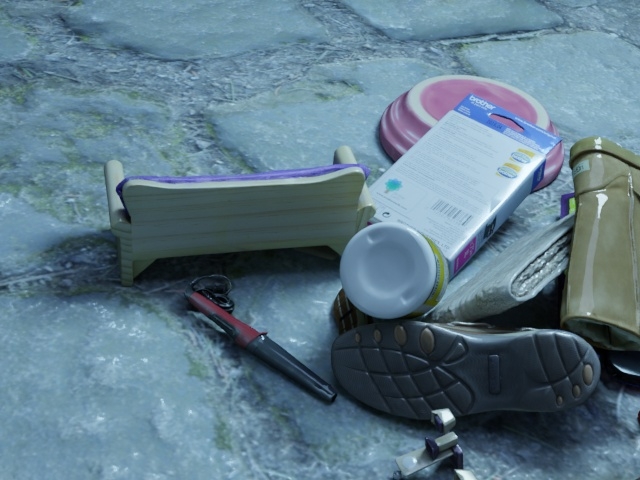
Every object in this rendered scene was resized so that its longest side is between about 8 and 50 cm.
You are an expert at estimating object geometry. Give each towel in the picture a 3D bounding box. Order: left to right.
[{"bbox_3d":[0.268,0.043,1.362,0.282,0.187,0.049,-33,89,-41],"label":"towel"}]

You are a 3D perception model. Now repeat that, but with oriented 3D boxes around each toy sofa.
[{"bbox_3d":[-0.115,-0.060,1.406,0.362,0.177,0.150,-5,40,-13],"label":"toy sofa"}]

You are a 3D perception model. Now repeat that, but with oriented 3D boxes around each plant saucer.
[{"bbox_3d":[0.271,-0.201,1.770,0.332,0.084,0.332,5,35,-3],"label":"plant saucer"}]

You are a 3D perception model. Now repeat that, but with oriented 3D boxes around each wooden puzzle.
[{"bbox_3d":[0.000,0.000,1.498,0.116,0.014,0.078,20,41,17],"label":"wooden puzzle"}]

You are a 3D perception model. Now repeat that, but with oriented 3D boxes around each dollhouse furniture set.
[{"bbox_3d":[0.132,0.264,1.109,0.081,0.091,0.114,-21,45,-12],"label":"dollhouse furniture set"}]

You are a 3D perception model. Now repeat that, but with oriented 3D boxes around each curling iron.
[{"bbox_3d":[-0.078,0.121,1.293,0.068,0.035,0.274,-26,47,-37],"label":"curling iron"}]

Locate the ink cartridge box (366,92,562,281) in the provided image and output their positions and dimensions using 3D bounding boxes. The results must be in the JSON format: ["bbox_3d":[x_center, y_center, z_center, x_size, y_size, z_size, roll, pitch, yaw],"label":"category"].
[{"bbox_3d":[0.214,-0.090,1.548,0.185,0.065,0.311,31,62,28],"label":"ink cartridge box"}]

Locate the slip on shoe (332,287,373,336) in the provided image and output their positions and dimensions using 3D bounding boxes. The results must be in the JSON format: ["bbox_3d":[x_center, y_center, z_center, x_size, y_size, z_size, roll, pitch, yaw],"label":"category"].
[{"bbox_3d":[0.049,0.102,1.344,0.041,0.051,0.135,41,18,-22],"label":"slip on shoe"}]

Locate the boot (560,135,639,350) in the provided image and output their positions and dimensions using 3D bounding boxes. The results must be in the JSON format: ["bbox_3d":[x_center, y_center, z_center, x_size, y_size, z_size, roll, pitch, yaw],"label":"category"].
[{"bbox_3d":[0.410,0.021,1.302,0.236,0.089,0.270,18,59,-16],"label":"boot"}]

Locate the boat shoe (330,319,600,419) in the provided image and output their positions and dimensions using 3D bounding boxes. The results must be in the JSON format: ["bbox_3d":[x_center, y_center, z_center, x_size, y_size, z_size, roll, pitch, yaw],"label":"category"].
[{"bbox_3d":[0.176,0.158,1.244,0.324,0.123,0.116,4,1,10],"label":"boat shoe"}]

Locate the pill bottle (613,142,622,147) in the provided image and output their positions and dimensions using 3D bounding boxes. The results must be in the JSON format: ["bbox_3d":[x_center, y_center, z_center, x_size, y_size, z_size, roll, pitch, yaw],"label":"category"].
[{"bbox_3d":[0.491,-0.148,1.771,0.083,0.043,0.043,-8,38,-21],"label":"pill bottle"}]

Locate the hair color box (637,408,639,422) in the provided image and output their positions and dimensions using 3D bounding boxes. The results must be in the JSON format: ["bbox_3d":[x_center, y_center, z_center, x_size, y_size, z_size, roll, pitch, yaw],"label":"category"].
[{"bbox_3d":[0.486,0.237,1.226,0.167,0.053,0.093,7,35,-3],"label":"hair color box"}]

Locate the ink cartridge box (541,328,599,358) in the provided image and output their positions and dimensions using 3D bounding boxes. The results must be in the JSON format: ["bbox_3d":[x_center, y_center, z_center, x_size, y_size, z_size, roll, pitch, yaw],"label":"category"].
[{"bbox_3d":[0.320,0.155,1.328,0.083,0.028,0.048,27,39,24],"label":"ink cartridge box"}]

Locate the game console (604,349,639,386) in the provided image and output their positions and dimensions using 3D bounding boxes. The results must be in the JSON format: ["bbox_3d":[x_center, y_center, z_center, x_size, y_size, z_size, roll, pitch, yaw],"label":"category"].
[{"bbox_3d":[0.533,0.067,1.370,0.250,0.173,0.293,13,35,6],"label":"game console"}]

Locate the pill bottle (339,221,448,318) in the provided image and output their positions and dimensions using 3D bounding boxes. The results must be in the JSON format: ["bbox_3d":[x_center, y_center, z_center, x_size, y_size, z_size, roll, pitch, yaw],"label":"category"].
[{"bbox_3d":[0.102,0.043,1.294,0.119,0.119,0.208,18,-1,14],"label":"pill bottle"}]

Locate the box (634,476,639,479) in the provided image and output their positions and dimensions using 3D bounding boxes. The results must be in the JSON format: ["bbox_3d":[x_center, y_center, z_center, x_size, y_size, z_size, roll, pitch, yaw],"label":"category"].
[{"bbox_3d":[0.420,0.296,1.012,0.381,0.191,0.143,-16,42,-30],"label":"box"}]

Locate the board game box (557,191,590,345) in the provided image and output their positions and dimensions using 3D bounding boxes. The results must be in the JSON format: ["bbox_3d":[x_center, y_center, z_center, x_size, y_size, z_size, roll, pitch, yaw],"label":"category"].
[{"bbox_3d":[0.453,0.015,1.454,0.208,0.056,0.347,-18,28,25],"label":"board game box"}]
